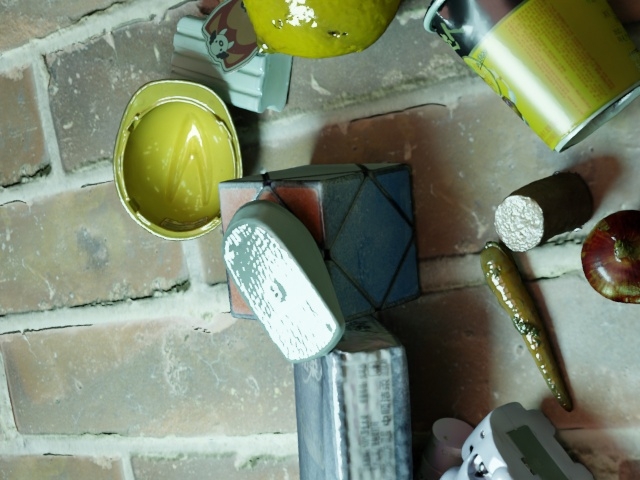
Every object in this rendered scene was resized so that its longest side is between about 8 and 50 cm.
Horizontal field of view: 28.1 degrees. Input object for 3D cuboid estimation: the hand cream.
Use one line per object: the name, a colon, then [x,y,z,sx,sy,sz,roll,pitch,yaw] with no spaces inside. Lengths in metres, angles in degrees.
hand cream: [0.164,0.403,1.886,0.111,0.070,0.312,34,128,29]

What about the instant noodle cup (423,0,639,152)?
instant noodle cup: [0.276,-0.242,1.554,0.236,0.215,0.215,53,129,8]

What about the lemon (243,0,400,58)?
lemon: [0.002,-0.373,1.731,0.228,0.228,0.253,18,110,37]

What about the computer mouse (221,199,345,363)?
computer mouse: [-0.045,0.051,1.693,0.128,0.079,0.231,-34,84,42]

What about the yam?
yam: [0.285,-0.038,1.626,0.084,0.127,0.084,13,111,36]

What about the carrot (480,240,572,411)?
carrot: [0.280,0.116,1.724,0.049,0.049,0.254,-30,84,41]

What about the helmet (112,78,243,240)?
helmet: [-0.214,-0.136,2.028,0.205,0.140,0.257,5,104,5]

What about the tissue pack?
tissue pack: [0.046,0.308,1.839,0.288,0.124,0.394,-147,53,-73]

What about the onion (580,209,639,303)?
onion: [0.375,0.022,1.568,0.118,0.119,0.117,-26,60,42]

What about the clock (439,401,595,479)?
clock: [0.228,0.365,1.733,0.189,0.189,0.254,51,127,20]

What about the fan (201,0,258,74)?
fan: [-0.086,-0.345,1.902,0.220,0.009,0.132,-39,58,14]

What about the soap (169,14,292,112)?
soap: [-0.140,-0.276,1.979,0.198,0.066,0.119,21,108,36]

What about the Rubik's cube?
Rubik's cube: [0.000,0.000,1.830,0.207,0.205,0.205,1,100,42]
